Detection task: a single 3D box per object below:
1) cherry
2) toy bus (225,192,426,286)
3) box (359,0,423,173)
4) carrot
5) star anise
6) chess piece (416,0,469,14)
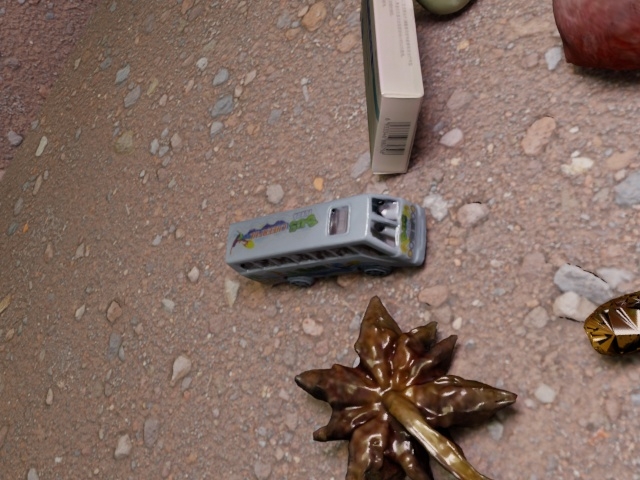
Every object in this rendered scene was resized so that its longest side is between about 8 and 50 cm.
[{"bbox_3d":[0.398,-0.328,0.807,0.239,0.206,0.239,-8,72,28],"label":"cherry"},{"bbox_3d":[0.000,0.000,1.037,0.330,0.136,0.109,-11,65,39],"label":"toy bus"},{"bbox_3d":[0.109,-0.305,1.055,0.065,0.200,0.343,-1,62,-1],"label":"box"},{"bbox_3d":[0.406,0.065,0.706,0.229,0.069,0.069,-28,53,27],"label":"carrot"},{"bbox_3d":[0.104,0.222,0.860,0.292,0.109,0.349,-40,49,26],"label":"star anise"},{"bbox_3d":[0.273,-0.513,1.042,0.330,0.182,0.182,-42,48,25],"label":"chess piece"}]
